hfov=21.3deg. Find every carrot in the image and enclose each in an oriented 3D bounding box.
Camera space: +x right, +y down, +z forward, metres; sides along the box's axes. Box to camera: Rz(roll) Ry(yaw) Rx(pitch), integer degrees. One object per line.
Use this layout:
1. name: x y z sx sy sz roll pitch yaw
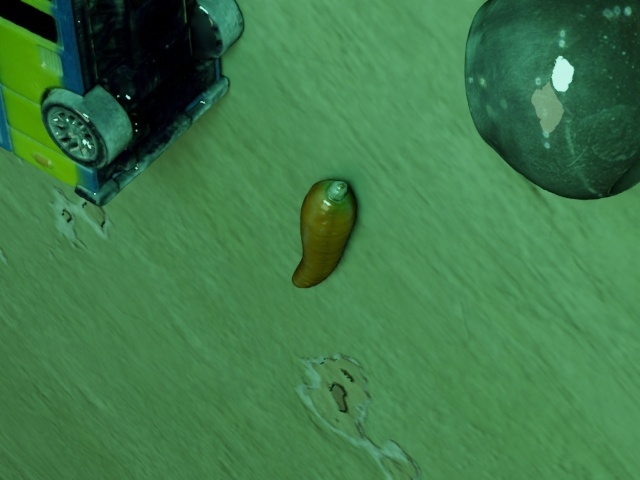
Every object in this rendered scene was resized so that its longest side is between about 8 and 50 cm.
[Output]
1. carrot: 0.000 0.000 1.093 0.035 0.035 0.142 37 151 12

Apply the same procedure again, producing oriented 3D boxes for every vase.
1. vase: 0.161 -0.079 0.765 0.183 0.120 0.120 0 129 28

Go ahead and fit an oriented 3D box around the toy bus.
1. toy bus: -0.153 -0.179 0.962 0.175 0.138 0.288 28 144 23
